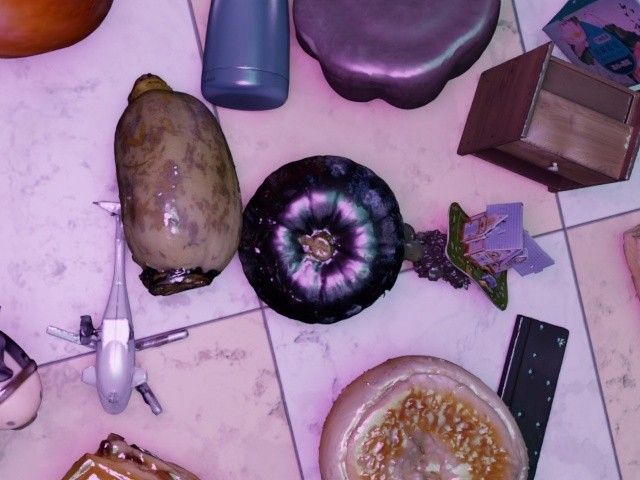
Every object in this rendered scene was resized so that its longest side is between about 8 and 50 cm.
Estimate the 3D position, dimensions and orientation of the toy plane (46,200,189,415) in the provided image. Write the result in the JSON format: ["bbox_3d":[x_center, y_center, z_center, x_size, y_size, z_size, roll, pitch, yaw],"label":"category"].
[{"bbox_3d":[-0.256,0.086,1.213,0.181,0.107,0.273,19,84,-6],"label":"toy plane"}]

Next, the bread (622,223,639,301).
[{"bbox_3d":[0.613,0.064,1.460,0.246,0.111,0.239,-18,92,-15],"label":"bread"}]

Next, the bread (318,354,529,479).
[{"bbox_3d":[0.136,0.309,1.292,0.305,0.158,0.306,2,84,-17],"label":"bread"}]

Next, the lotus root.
[{"bbox_3d":[-0.191,-0.085,1.200,0.173,0.173,0.310,-7,71,-16],"label":"lotus root"}]

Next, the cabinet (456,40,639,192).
[{"bbox_3d":[0.331,-0.166,1.333,0.174,0.215,0.148,20,83,-14],"label":"cabinet"}]

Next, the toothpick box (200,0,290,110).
[{"bbox_3d":[-0.100,-0.278,1.266,0.120,0.120,0.184,4,84,-16],"label":"toothpick box"}]

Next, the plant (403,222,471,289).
[{"bbox_3d":[0.146,0.017,1.349,0.174,0.087,0.085,19,48,-11],"label":"plant"}]

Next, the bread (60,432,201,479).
[{"bbox_3d":[-0.257,0.434,1.171,0.277,0.167,0.325,32,72,-9],"label":"bread"}]

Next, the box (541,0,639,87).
[{"bbox_3d":[0.455,-0.314,1.359,0.153,0.245,0.092,45,80,-9],"label":"box"}]

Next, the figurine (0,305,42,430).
[{"bbox_3d":[-0.468,0.077,1.053,0.241,0.306,0.412,-35,99,-24],"label":"figurine"}]

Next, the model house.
[{"bbox_3d":[0.263,0.012,1.329,0.167,0.088,0.117,42,43,-33],"label":"model house"}]

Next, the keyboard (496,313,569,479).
[{"bbox_3d":[0.301,0.272,1.412,0.100,0.018,0.310,17,84,-16],"label":"keyboard"}]

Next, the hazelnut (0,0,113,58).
[{"bbox_3d":[-0.403,-0.387,1.094,0.372,0.315,0.373,10,76,-46],"label":"hazelnut"}]

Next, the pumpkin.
[{"bbox_3d":[0.000,0.000,1.252,0.233,0.163,0.233,1,97,4],"label":"pumpkin"}]

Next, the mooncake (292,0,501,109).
[{"bbox_3d":[0.107,-0.335,1.277,0.305,0.154,0.306,-1,80,4],"label":"mooncake"}]
